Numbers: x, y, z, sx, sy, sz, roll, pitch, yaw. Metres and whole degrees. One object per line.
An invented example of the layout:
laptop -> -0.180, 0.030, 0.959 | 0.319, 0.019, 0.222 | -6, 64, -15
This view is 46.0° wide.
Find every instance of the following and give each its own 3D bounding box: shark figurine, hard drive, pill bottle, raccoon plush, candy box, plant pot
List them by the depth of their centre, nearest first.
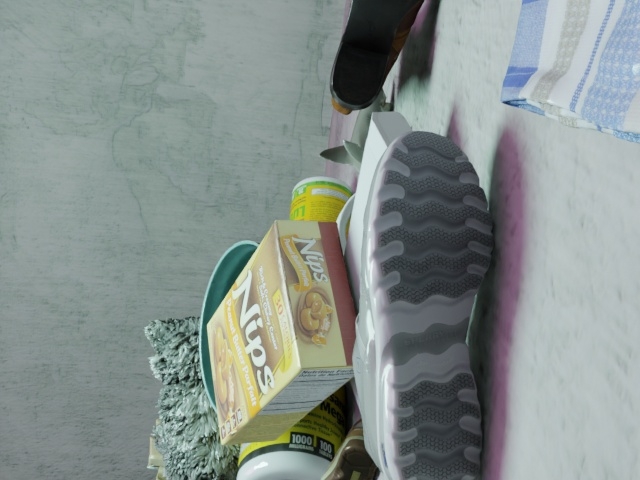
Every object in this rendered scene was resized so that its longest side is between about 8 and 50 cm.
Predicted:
hard drive -> 0.072, 0.049, 0.801 | 0.203, 0.040, 0.307 | -110, 22, -46
candy box -> -0.057, 0.129, 0.958 | 0.316, 0.088, 0.183 | 127, 137, -53
shark figurine -> 0.056, -0.127, 1.126 | 0.278, 0.116, 0.166 | -87, 3, -64
plant pot -> -0.050, 0.156, 1.246 | 0.293, 0.196, 0.293 | -17, 69, 55
pill bottle -> -0.046, 0.321, 1.380 | 0.334, 0.188, 0.188 | -89, 6, -49
raccoon plush -> -0.198, 0.325, 1.382 | 0.446, 0.216, 0.299 | -137, 37, -58
pill bottle -> 0.000, 0.000, 1.573 | 0.136, 0.136, 0.245 | 102, 173, -57

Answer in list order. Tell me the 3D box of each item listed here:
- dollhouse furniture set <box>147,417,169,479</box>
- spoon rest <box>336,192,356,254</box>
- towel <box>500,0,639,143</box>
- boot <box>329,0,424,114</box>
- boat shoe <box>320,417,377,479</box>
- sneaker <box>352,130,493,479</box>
dollhouse furniture set -> -0.187, 0.588, 1.530 | 0.362, 0.394, 0.256 | -93, 9, -68
spoon rest -> 0.055, 0.053, 1.046 | 0.137, 0.084, 0.276 | 117, 159, -75
towel -> 0.147, -0.151, 0.349 | 0.285, 0.034, 0.209 | -97, 14, -75
boot -> 0.084, -0.295, 1.018 | 0.280, 0.096, 0.264 | -80, 5, -81
boat shoe -> 0.046, 0.306, 1.032 | 0.072, 0.068, 0.190 | -70, 3, -46
sneaker -> 0.060, 0.052, 0.596 | 0.115, 0.105, 0.281 | 166, 110, -66
